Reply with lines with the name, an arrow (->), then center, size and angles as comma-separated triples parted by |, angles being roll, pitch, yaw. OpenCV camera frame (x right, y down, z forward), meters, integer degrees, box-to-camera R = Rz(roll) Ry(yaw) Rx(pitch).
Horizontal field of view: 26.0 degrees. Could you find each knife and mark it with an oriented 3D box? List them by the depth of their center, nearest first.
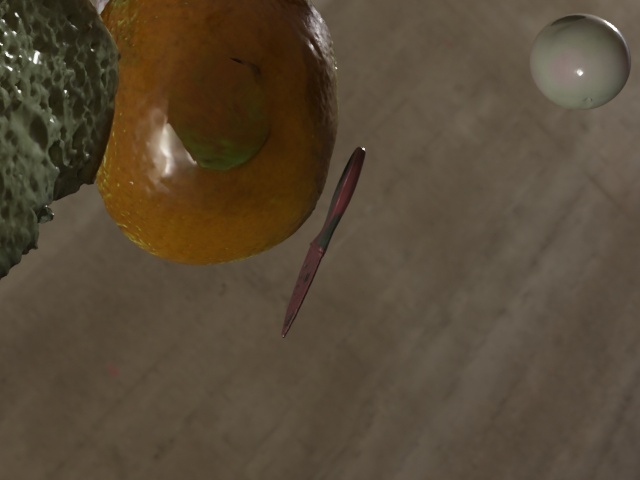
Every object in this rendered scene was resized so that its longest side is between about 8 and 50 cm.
knife -> 0.000, 0.000, 1.635 | 0.035, 0.018, 0.247 | 6, 69, 59

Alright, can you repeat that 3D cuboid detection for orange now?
orange -> -0.103, -0.137, 1.469 | 0.196, 0.262, 0.335 | 6, 90, 64

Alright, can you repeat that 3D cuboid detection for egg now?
egg -> 0.277, -0.192, 1.490 | 0.103, 0.103, 0.135 | -44, 19, 3

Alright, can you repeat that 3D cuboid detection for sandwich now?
sandwich -> -0.207, -0.026, 0.711 | 0.254, 0.099, 0.288 | 44, -128, -68

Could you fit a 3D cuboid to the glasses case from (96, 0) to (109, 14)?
glasses case -> -0.203, -0.255, 1.968 | 0.113, 0.297, 0.075 | -35, 24, 2
